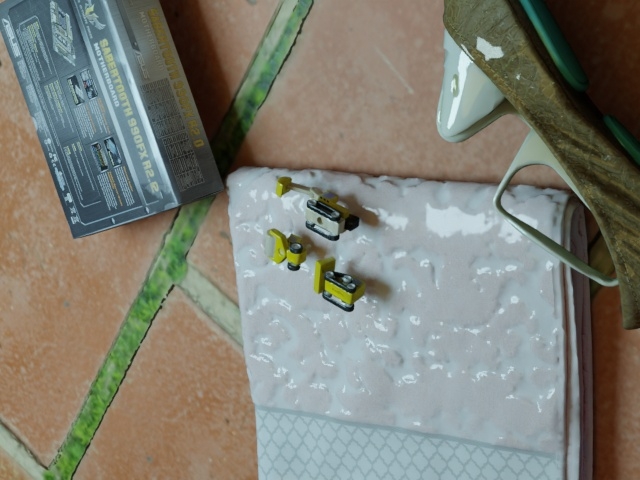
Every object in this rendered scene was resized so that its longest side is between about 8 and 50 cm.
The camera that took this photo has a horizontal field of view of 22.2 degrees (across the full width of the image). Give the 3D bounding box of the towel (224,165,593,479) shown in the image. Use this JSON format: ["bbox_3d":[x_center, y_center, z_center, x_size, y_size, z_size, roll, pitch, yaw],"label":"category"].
[{"bbox_3d":[0.069,0.099,1.364,0.331,0.053,0.317,6,108,33],"label":"towel"}]

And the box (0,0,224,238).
[{"bbox_3d":[-0.192,-0.129,1.448,0.183,0.056,0.231,-15,96,50],"label":"box"}]

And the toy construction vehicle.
[{"bbox_3d":[0.000,0.000,1.330,0.098,0.035,0.086,27,130,32],"label":"toy construction vehicle"}]

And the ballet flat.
[{"bbox_3d":[0.165,-0.077,1.190,0.124,0.116,0.342,-37,87,15],"label":"ballet flat"}]
